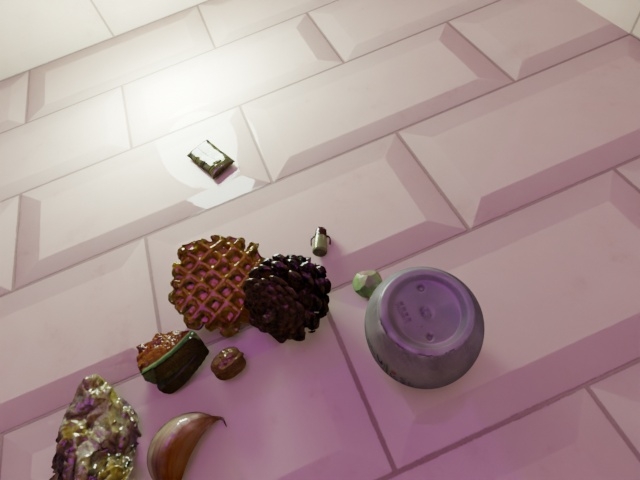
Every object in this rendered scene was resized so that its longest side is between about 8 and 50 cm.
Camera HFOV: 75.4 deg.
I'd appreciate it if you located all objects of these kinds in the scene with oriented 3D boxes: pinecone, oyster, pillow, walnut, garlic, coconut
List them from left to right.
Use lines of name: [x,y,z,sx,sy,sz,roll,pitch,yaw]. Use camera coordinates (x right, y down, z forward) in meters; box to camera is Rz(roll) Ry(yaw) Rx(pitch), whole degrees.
oyster: [-0.596,0.523,1.074,0.237,0.115,0.352,-17,56,1]
garlic: [-0.359,0.502,1.039,0.128,0.115,0.207,22,62,31]
pillow: [-0.434,-0.325,1.627,0.113,0.038,0.203,-43,59,-15]
walnut: [-0.253,0.338,1.143,0.096,0.082,0.079,-34,89,-4]
pinecone: [-0.080,0.155,1.139,0.257,0.244,0.243,-5,43,-44]
coconut: [0.142,0.127,1.194,0.083,0.081,0.082,-60,29,-9]

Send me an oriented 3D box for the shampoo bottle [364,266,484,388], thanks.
shampoo bottle: [0.244,0.215,0.998,0.272,0.266,0.273,-4,57,7]

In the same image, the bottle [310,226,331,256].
bottle: [0.002,0.000,1.324,0.063,0.047,0.101,13,53,-12]

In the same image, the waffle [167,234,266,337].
waffle: [-0.302,0.128,1.242,0.301,0.068,0.325,-7,65,-11]

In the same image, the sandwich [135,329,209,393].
sandwich: [-0.419,0.323,1.180,0.184,0.109,0.160,-40,39,-12]
